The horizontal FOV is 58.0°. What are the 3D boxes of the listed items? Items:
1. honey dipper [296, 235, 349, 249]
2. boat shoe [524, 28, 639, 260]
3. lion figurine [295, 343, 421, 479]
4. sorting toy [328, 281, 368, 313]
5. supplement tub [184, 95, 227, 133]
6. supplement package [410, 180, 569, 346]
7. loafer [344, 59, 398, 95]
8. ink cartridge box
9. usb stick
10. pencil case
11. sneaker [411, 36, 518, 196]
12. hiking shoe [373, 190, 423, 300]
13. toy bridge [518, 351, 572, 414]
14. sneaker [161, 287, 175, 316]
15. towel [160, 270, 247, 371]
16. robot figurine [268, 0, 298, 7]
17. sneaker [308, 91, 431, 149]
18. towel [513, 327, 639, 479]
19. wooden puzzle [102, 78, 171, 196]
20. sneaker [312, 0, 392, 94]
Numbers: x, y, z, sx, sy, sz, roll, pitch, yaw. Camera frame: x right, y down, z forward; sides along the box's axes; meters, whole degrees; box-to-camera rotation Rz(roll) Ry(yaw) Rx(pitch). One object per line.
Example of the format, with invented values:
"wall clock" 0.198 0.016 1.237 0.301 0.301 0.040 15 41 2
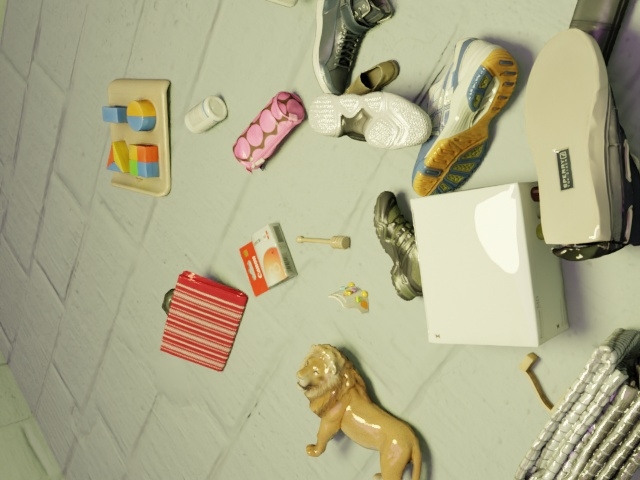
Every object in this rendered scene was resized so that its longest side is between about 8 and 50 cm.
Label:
"honey dipper" 0.000 0.000 1.348 0.160 0.030 0.031 6 100 45
"boat shoe" 0.412 -0.137 0.880 0.127 0.158 0.341 -4 84 54
"lion figurine" 0.101 0.409 1.263 0.392 0.142 0.240 29 107 21
"sorting toy" 0.058 0.128 1.280 0.083 0.075 0.045 31 116 35
"supplement tub" -0.308 -0.336 1.551 0.107 0.071 0.071 -19 83 41
"supplement package" 0.294 0.039 1.007 0.204 0.145 0.262 -7 92 43
"loafer" 0.094 -0.324 1.201 0.148 0.050 0.056 -37 71 39
"ink cartridge box" -0.151 0.053 1.482 0.179 0.045 0.146 -29 76 38
"usb stick" 0.415 -0.278 0.919 0.077 0.045 0.278 26 113 36
"pencil case" -0.123 -0.256 1.383 0.209 0.095 0.098 -43 37 38
"sneaker" 0.244 -0.222 1.062 0.297 0.111 0.131 -63 36 29
"hiking shoe" 0.184 0.001 1.157 0.114 0.086 0.227 -18 89 29
"toy bridge" 0.424 0.280 1.002 0.188 0.026 0.063 42 122 30
"sneaker" -0.408 0.242 1.721 0.130 0.087 0.228 32 140 64
"towel" -0.328 0.229 1.612 0.198 0.031 0.275 21 115 -1
"robot figurine" -0.060 -0.678 1.189 0.300 0.199 0.354 47 125 37
"sneaker" 0.118 -0.235 1.123 0.268 0.153 0.101 17 107 37
"towel" 0.409 0.278 0.848 0.121 0.235 0.284 34 105 28
"wooden puzzle" -0.586 -0.325 1.798 0.322 0.080 0.348 14 105 40
"sneaker" 0.066 -0.414 1.190 0.163 0.086 0.226 4 97 45
